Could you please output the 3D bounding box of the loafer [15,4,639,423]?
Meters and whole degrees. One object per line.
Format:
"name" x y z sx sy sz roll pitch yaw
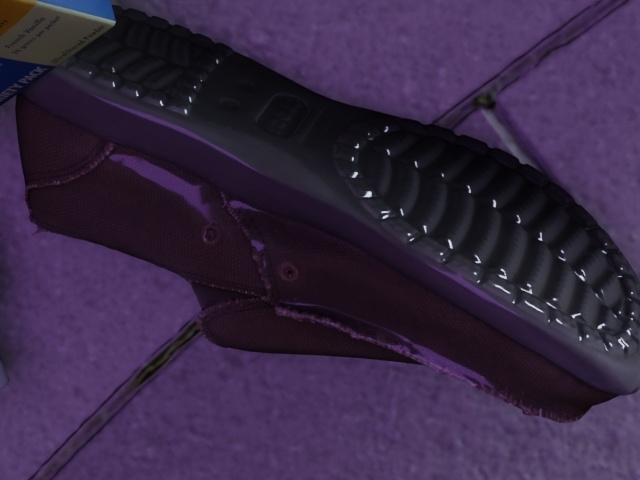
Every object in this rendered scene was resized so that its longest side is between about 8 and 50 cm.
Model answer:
"loafer" 0.000 0.000 0.894 0.366 0.134 0.130 27 123 11

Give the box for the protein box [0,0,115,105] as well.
"protein box" -0.232 -0.173 0.794 0.136 0.201 0.200 -29 68 34

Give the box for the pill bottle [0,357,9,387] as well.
"pill bottle" -0.239 0.007 0.917 0.103 0.103 0.184 -22 95 8
